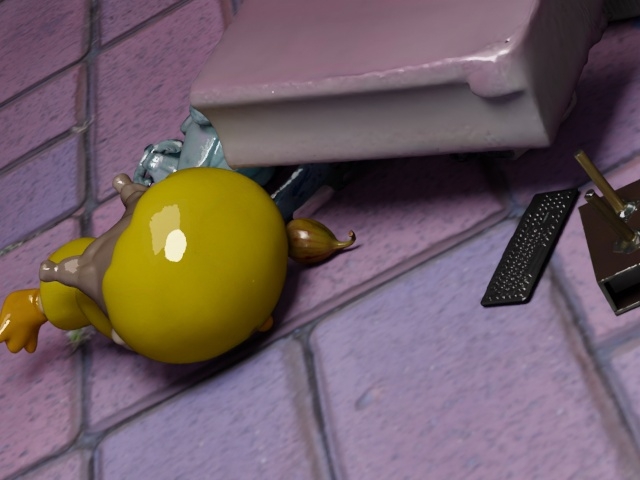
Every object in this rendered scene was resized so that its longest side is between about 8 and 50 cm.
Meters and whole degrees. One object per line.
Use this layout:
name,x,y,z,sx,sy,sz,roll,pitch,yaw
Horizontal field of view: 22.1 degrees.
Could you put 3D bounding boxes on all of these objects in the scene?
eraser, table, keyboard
eraser,0.084,-0.203,1.621,0.359,0.122,0.272,-2,42,33
table,0.328,-0.056,1.380,0.240,0.111,0.121,-25,31,14
keyboard,0.196,0.005,1.525,0.053,0.010,0.155,-9,37,39

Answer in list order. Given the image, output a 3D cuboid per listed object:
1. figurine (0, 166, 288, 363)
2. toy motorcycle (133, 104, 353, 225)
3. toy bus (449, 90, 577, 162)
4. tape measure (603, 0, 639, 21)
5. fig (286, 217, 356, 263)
figurine,-0.186,0.039,1.689,0.344,0.187,0.215,-14,41,40
toy motorcycle,-0.083,-0.094,1.833,0.260,0.154,0.206,-37,51,6
toy bus,0.137,-0.174,1.775,0.138,0.097,0.342,-35,27,-17
tape measure,0.352,-0.332,1.778,0.235,0.115,0.207,-5,37,40
fig,0.000,0.000,1.692,0.083,0.050,0.050,-2,40,27
